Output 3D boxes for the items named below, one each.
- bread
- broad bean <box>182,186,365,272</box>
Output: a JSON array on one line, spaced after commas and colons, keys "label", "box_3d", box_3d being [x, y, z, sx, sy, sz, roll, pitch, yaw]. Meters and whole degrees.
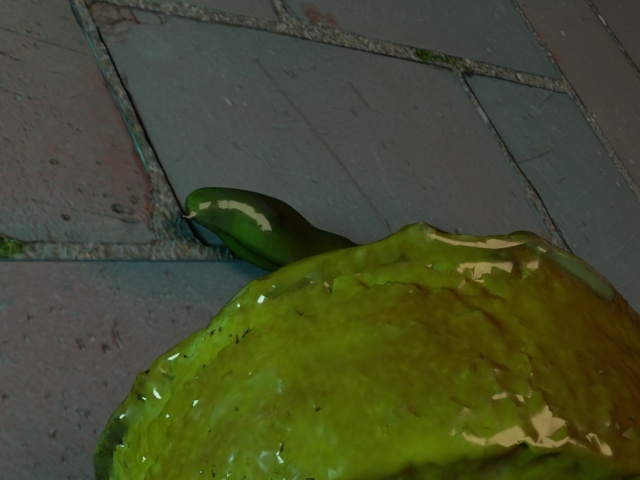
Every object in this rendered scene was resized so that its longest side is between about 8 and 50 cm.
[{"label": "bread", "box_3d": [0.064, 0.173, 0.757, 0.398, 0.398, 0.215, 28, 28, -27]}, {"label": "broad bean", "box_3d": [-0.006, 0.005, 1.170, 0.325, 0.067, 0.075, 15, 74, -42]}]
